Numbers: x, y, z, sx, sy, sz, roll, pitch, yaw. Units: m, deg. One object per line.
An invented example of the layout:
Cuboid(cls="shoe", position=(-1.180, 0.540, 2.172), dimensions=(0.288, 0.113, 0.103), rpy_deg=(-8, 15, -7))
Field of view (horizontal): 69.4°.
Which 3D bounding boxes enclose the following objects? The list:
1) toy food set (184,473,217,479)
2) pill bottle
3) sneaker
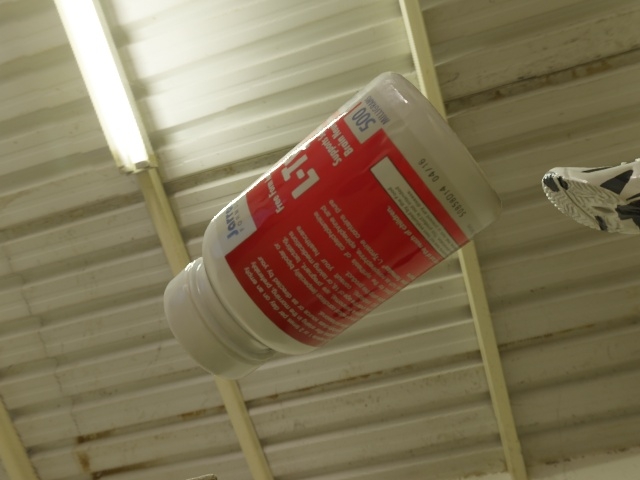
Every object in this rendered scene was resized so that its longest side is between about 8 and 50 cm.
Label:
Cuboid(cls="toy food set", position=(-0.158, 0.410, 0.476), dimensions=(0.219, 0.306, 0.092), rpy_deg=(6, -60, -39))
Cuboid(cls="pill bottle", position=(0.000, 0.000, 0.606), dimensions=(0.407, 0.229, 0.229), rpy_deg=(-38, -83, 14))
Cuboid(cls="sneaker", position=(0.449, -0.089, 0.636), dimensions=(0.153, 0.235, 0.094), rpy_deg=(-49, -50, -19))
